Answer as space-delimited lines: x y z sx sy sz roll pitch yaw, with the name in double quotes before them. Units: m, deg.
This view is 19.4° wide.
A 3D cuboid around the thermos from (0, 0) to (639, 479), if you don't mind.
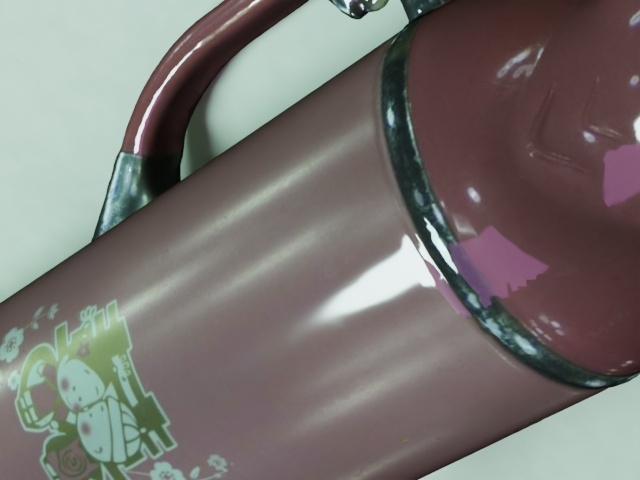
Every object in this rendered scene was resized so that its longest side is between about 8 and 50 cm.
"thermos" 0.006 0.005 0.530 0.330 0.136 0.109 -31 136 34
